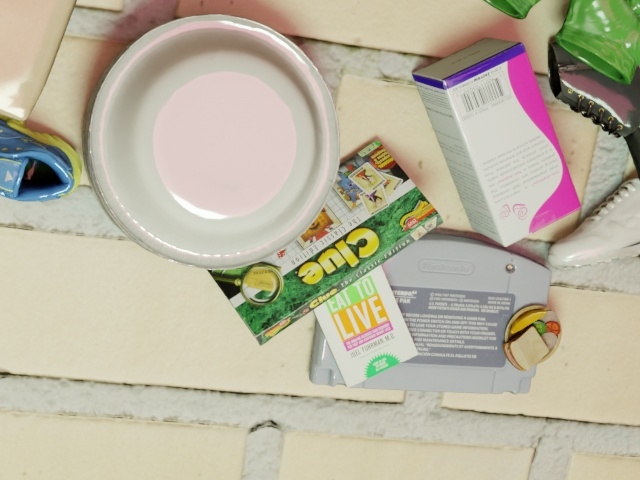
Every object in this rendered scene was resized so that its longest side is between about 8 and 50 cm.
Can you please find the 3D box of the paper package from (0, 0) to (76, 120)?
[{"bbox_3d":[-0.392,-0.327,1.513,0.309,0.168,0.324,20,96,-20],"label":"paper package"}]

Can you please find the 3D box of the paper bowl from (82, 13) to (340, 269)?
[{"bbox_3d":[-0.117,-0.109,1.635,0.284,0.148,0.284,-1,94,-14],"label":"paper bowl"}]

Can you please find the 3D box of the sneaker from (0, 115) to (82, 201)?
[{"bbox_3d":[-0.368,-0.104,1.593,0.240,0.126,0.091,15,98,-20],"label":"sneaker"}]

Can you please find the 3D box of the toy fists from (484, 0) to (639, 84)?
[{"bbox_3d":[0.296,-0.311,1.732,0.279,0.096,0.142,31,88,0],"label":"toy fists"}]

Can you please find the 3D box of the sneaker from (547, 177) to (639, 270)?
[{"bbox_3d":[0.387,-0.027,1.868,0.235,0.090,0.094,-19,95,-15],"label":"sneaker"}]

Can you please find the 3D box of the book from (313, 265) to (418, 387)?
[{"bbox_3d":[0.046,0.092,1.761,0.096,0.035,0.144,-26,109,-5],"label":"book"}]

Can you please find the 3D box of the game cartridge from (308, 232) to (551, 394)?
[{"bbox_3d":[0.138,0.090,1.829,0.294,0.060,0.196,5,105,-18],"label":"game cartridge"}]

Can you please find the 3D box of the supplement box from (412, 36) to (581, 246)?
[{"bbox_3d":[0.212,-0.120,1.770,0.111,0.114,0.220,-26,107,-10],"label":"supplement box"}]

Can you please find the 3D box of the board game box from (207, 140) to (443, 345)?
[{"bbox_3d":[0.000,0.000,1.731,0.260,0.136,0.030,-34,152,-7],"label":"board game box"}]

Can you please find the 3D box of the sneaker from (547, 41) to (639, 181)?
[{"bbox_3d":[0.355,-0.153,1.818,0.118,0.083,0.222,-15,88,-7],"label":"sneaker"}]

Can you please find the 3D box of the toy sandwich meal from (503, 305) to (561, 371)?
[{"bbox_3d":[0.266,0.122,1.832,0.086,0.029,0.085,-4,103,-16],"label":"toy sandwich meal"}]
